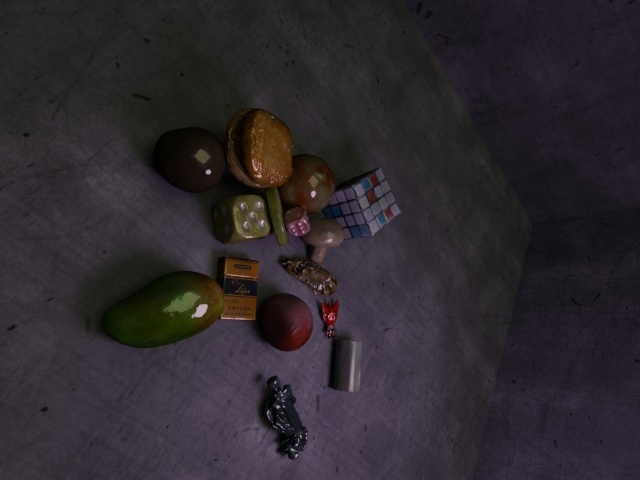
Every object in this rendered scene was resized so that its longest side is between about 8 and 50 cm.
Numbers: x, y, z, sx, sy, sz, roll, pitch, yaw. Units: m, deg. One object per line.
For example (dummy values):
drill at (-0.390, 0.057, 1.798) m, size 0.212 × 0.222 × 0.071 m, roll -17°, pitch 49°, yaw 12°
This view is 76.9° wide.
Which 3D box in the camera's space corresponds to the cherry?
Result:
cherry at (-0.120, 0.324, 1.610) m, size 0.206 × 0.239 × 0.240 m, roll -8°, pitch 88°, yaw -49°

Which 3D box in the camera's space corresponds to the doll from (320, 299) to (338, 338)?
doll at (0.047, 0.364, 1.862) m, size 0.109 × 0.057 × 0.169 m, roll -1°, pitch 82°, yaw -43°

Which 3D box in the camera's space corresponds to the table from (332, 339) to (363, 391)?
table at (0.127, 0.571, 1.849) m, size 0.126 × 0.126 × 0.220 m, roll 17°, pitch 71°, yaw -38°

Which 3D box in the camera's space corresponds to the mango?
mango at (-0.501, 0.223, 1.323) m, size 0.381 × 0.201 × 0.226 m, roll -13°, pitch 113°, yaw -31°

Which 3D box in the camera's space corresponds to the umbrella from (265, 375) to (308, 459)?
umbrella at (-0.143, 0.695, 1.613) m, size 0.143 × 0.094 × 0.349 m, roll -44°, pitch 118°, yaw -57°

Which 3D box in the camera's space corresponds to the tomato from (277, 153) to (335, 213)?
tomato at (-0.052, -0.251, 1.772) m, size 0.270 × 0.222 × 0.271 m, roll 11°, pitch 72°, yaw -39°

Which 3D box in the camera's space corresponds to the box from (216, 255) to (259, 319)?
box at (-0.325, 0.188, 1.566) m, size 0.152 × 0.070 × 0.237 m, roll 12°, pitch 77°, yaw -39°

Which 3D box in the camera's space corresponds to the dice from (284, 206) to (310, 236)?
dice at (-0.097, -0.079, 1.697) m, size 0.093 × 0.094 × 0.091 m, roll 66°, pitch 8°, yaw -45°

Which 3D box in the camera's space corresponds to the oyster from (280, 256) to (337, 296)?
oyster at (-0.041, 0.160, 1.820) m, size 0.345 × 0.078 × 0.129 m, roll 32°, pitch 71°, yaw -36°

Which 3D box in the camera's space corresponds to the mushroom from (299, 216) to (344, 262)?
mushroom at (-0.006, -0.011, 1.799) m, size 0.206 × 0.206 × 0.209 m, roll 29°, pitch 86°, yaw -34°

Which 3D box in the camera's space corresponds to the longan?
longan at (-0.460, -0.291, 1.431) m, size 0.248 × 0.248 × 0.249 m, roll 9°, pitch 77°, yaw -40°

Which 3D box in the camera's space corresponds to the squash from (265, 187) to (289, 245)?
squash at (-0.174, -0.101, 1.642) m, size 0.048 × 0.252 × 0.252 m, roll -12°, pitch 90°, yaw -2°

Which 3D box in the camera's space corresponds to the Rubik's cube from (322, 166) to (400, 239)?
Rubik's cube at (0.184, -0.169, 1.945) m, size 0.253 × 0.256 × 0.259 m, roll -36°, pitch 105°, yaw -39°

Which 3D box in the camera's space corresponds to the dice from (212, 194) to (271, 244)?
dice at (-0.305, -0.080, 1.562) m, size 0.169 × 0.166 × 0.170 m, roll -9°, pitch 89°, yaw -42°

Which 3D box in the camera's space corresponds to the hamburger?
hamburger at (-0.217, -0.343, 1.511) m, size 0.314 × 0.170 × 0.290 m, roll 9°, pitch 87°, yaw -57°
